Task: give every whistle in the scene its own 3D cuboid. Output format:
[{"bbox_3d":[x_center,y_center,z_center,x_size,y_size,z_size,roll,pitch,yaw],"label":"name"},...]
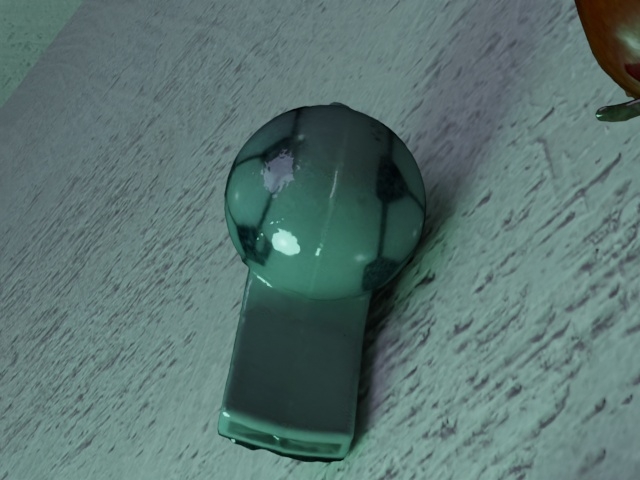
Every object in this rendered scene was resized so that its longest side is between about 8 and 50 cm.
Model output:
[{"bbox_3d":[0.000,0.000,1.045,0.163,0.163,0.289,-40,30,37],"label":"whistle"}]

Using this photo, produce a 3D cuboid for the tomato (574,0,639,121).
[{"bbox_3d":[0.233,-0.222,0.823,0.309,0.170,0.309,-44,28,30],"label":"tomato"}]
